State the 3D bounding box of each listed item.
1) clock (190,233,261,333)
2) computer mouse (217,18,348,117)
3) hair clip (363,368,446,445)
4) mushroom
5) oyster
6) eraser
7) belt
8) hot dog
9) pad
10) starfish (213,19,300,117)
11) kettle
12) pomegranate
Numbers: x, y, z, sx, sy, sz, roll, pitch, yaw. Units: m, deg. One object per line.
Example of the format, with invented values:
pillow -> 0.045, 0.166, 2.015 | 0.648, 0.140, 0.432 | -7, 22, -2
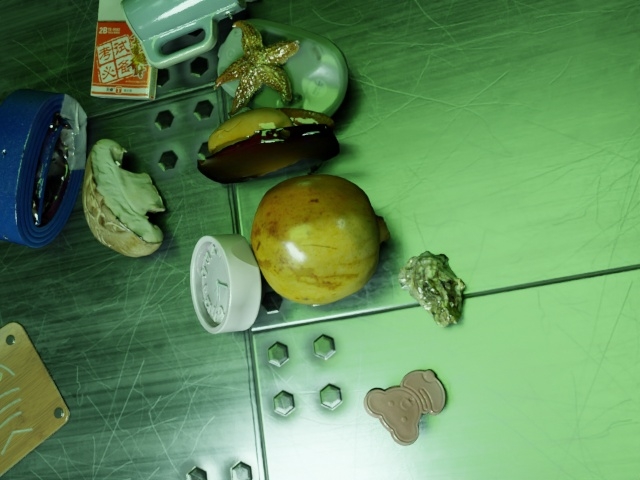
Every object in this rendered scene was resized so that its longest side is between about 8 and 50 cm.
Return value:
clock -> -0.193, 0.086, 1.450 | 0.197, 0.068, 0.196 | 9, 101, 57
computer mouse -> -0.080, -0.359, 1.547 | 0.331, 0.095, 0.197 | 30, 99, 29
hair clip -> 0.164, 0.301, 1.345 | 0.138, 0.102, 0.123 | -40, 74, 6
mushroom -> -0.454, -0.075, 1.600 | 0.151, 0.156, 0.285 | -42, 68, 36
oyster -> 0.225, 0.090, 1.394 | 0.108, 0.053, 0.165 | -37, 65, -3
eraser -> -0.450, -0.446, 1.685 | 0.157, 0.038, 0.230 | 6, 91, 19
belt -> -0.634, -0.161, 1.614 | 0.117, 0.212, 0.346 | 10, 87, 19
hot dog -> -0.102, -0.209, 1.481 | 0.326, 0.194, 0.107 | -6, 72, 21
pad -> -0.733, 0.370, 1.649 | 0.286, 0.018, 0.284 | -39, 71, 5
starfish -> -0.136, -0.366, 1.508 | 0.227, 0.043, 0.240 | -35, 65, 23
kettle -> -0.290, -0.495, 1.565 | 0.243, 0.160, 0.210 | -26, 83, 11
pomegranate -> 0.000, 0.000, 1.372 | 0.264, 0.264, 0.264 | -3, 79, 16
